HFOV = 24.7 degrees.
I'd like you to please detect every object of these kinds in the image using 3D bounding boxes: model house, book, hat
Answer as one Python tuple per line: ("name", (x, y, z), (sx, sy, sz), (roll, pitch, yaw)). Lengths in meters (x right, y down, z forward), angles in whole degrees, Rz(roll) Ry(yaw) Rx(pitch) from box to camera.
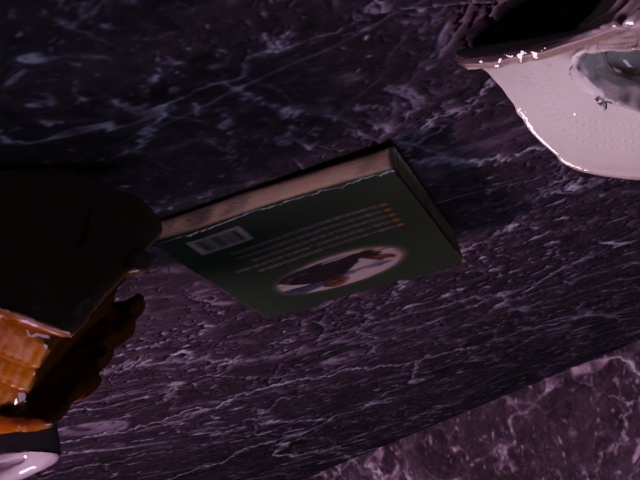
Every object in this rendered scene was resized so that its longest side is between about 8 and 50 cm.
("model house", (-0.279, 0.063, 1.257), (0.219, 0.199, 0.229), (31, 129, -4))
("book", (0.000, 0.000, 1.582), (0.260, 0.043, 0.371), (-17, 162, 11))
("hat", (0.266, -0.161, 1.182), (0.301, 0.168, 0.258), (1, 152, 39))

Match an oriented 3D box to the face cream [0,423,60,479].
("face cream", (-0.353, 0.137, 1.430), (0.175, 0.195, 0.175), (-12, 164, -4))
